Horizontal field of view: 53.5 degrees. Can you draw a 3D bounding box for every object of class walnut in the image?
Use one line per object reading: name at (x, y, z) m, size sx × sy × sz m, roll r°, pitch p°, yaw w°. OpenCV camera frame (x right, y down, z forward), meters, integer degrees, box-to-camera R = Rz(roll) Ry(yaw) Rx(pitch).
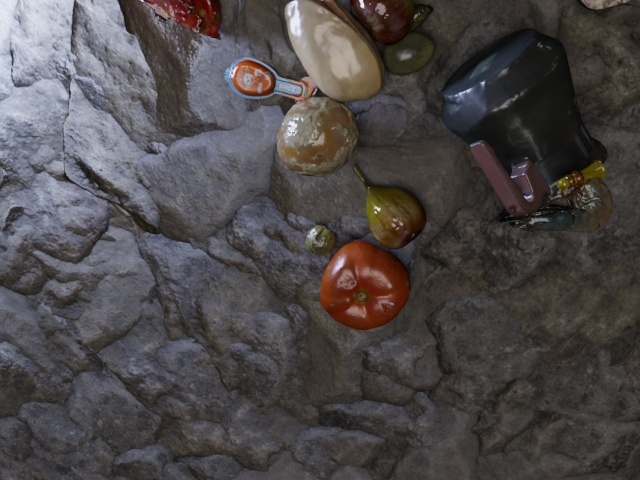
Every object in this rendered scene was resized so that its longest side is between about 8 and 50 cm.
walnut at (0.000, 0.000, 1.805) m, size 0.092 × 0.092 × 0.092 m, roll 4°, pitch 112°, yaw 9°

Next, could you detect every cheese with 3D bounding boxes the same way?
cheese at (-0.132, -0.416, 1.683) m, size 0.256 × 0.037 × 0.106 m, roll 15°, pitch 115°, yaw 6°

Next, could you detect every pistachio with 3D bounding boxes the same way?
pistachio at (0.040, -0.469, 1.540) m, size 0.187 × 0.187 × 0.299 m, roll -34°, pitch 102°, yaw 21°

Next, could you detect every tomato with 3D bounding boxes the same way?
tomato at (0.124, 0.126, 1.776) m, size 0.260 × 0.180 × 0.259 m, roll 4°, pitch 115°, yaw 9°

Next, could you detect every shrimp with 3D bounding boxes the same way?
shrimp at (0.612, -0.105, 1.650) m, size 0.289 × 0.075 × 0.178 m, roll 1°, pitch 104°, yaw 11°

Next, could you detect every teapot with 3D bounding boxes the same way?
teapot at (0.468, -0.251, 1.469) m, size 0.361 × 0.376 × 0.306 m, roll 49°, pitch 142°, yaw -18°

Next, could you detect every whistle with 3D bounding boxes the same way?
whistle at (0.567, -0.133, 1.400) m, size 0.109 × 0.057 × 0.046 m, roll -25°, pitch 68°, yaw -7°

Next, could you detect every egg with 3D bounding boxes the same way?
egg at (-0.012, -0.264, 1.632) m, size 0.245 × 0.203 × 0.203 m, roll -27°, pitch 106°, yaw 44°

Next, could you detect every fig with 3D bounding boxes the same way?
fig at (0.168, -0.101, 1.713) m, size 0.159 × 0.159 × 0.257 m, roll -40°, pitch 83°, yaw 22°
fig at (0.174, -0.565, 1.497) m, size 0.160 × 0.231 × 0.143 m, roll 42°, pitch 150°, yaw 6°

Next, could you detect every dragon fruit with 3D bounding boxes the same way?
dragon fruit at (-0.356, -0.615, 1.578) m, size 0.274 × 0.161 × 0.126 m, roll 34°, pitch 116°, yaw -2°

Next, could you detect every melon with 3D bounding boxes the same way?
melon at (0.216, -0.461, 1.565) m, size 0.131 × 0.098 × 0.098 m, roll -24°, pitch 106°, yaw 13°

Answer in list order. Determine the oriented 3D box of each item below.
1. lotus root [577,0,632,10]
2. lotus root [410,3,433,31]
lotus root at (0.685, -0.630, 1.418) m, size 0.170 × 0.074 × 0.260 m, roll 39°, pitch 112°, yaw -7°
lotus root at (0.227, -0.546, 1.551) m, size 0.099 × 0.054 × 0.049 m, roll -28°, pitch 125°, yaw 21°
